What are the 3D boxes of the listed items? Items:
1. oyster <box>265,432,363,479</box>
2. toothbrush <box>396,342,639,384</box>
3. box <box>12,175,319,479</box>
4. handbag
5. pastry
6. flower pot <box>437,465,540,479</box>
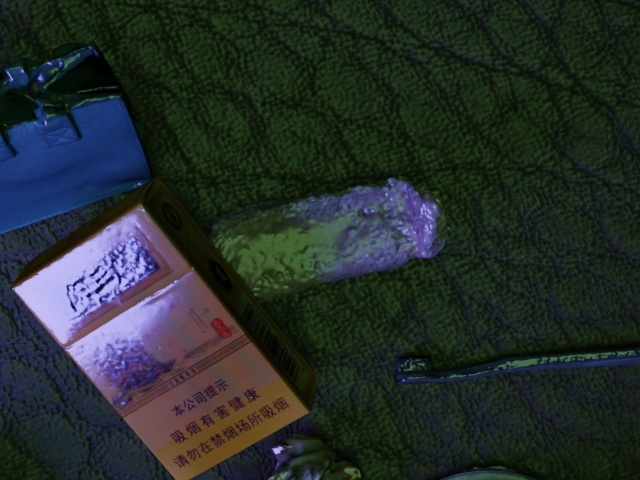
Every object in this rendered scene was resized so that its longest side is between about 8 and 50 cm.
[{"bbox_3d":[-0.086,0.350,1.478,0.198,0.133,0.337,28,90,-1],"label":"oyster"},{"bbox_3d":[0.228,0.128,1.526,0.297,0.030,0.030,-4,84,-1],"label":"toothbrush"},{"bbox_3d":[-0.152,0.094,1.437,0.174,0.076,0.274,-32,107,20],"label":"box"},{"bbox_3d":[-0.305,-0.093,1.377,0.269,0.274,0.100,-20,75,-1],"label":"handbag"},{"bbox_3d":[0.004,-0.004,1.473,0.265,0.112,0.102,-10,105,11],"label":"pastry"},{"bbox_3d":[0.186,0.389,1.427,0.290,0.259,0.290,0,93,-3],"label":"flower pot"}]
